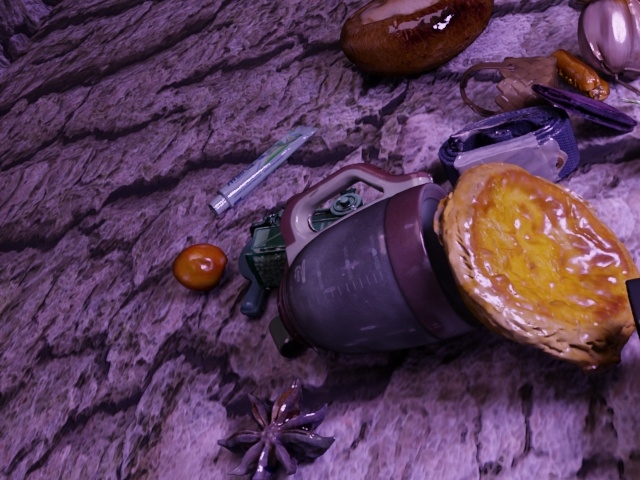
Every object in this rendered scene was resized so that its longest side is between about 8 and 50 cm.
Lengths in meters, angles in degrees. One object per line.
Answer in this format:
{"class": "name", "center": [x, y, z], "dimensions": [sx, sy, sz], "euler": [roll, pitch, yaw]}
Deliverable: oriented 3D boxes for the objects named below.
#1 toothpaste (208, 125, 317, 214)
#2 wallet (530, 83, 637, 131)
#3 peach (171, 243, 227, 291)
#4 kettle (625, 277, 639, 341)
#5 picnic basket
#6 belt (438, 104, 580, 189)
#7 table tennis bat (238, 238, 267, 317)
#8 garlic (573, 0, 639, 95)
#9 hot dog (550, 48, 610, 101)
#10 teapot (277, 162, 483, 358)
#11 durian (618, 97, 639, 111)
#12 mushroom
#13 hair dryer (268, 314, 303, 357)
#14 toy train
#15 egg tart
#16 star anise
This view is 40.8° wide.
{"class": "toothpaste", "center": [-0.129, -0.161, 1.903], "dimensions": [0.297, 0.048, 0.075], "euler": [-43, 32, -19]}
{"class": "wallet", "center": [0.453, -0.233, 1.482], "dimensions": [0.111, 0.166, 0.030], "euler": [52, 125, 52]}
{"class": "peach", "center": [-0.238, 0.050, 1.691], "dimensions": [0.100, 0.101, 0.101], "euler": [-20, 38, 17]}
{"class": "kettle", "center": [0.525, 0.117, 0.965], "dimensions": [0.308, 0.203, 0.262], "euler": [-16, 13, 17]}
{"class": "picnic basket", "center": [0.348, -0.277, 1.612], "dimensions": [0.178, 0.128, 0.138], "euler": [9, 48, 20]}
{"class": "belt", "center": [0.325, -0.156, 1.498], "dimensions": [0.230, 0.126, 0.140], "euler": [-15, 38, 21]}
{"class": "table tennis bat", "center": [-0.100, 0.052, 1.646], "dimensions": [0.149, 0.038, 0.237], "euler": [-5, 41, 24]}
{"class": "garlic", "center": [0.526, -0.368, 1.513], "dimensions": [0.207, 0.207, 0.257], "euler": [-9, 37, 29]}
{"class": "hot dog", "center": [0.478, -0.309, 1.604], "dimensions": [0.045, 0.071, 0.165], "euler": [-51, 30, 17]}
{"class": "teapot", "center": [0.066, 0.029, 1.357], "dimensions": [0.312, 0.233, 0.315], "euler": [-20, 70, 26]}
{"class": "durian", "center": [0.627, -0.146, 1.231], "dimensions": [0.355, 0.169, 0.157], "euler": [23, 65, 46]}
{"class": "mushroom", "center": [0.219, -0.487, 1.898], "dimensions": [0.345, 0.239, 0.345], "euler": [-30, 45, 35]}
{"class": "hair dryer", "center": [-0.011, 0.144, 1.482], "dimensions": [0.150, 0.047, 0.071], "euler": [-24, 38, -7]}
{"class": "toy train", "center": [0.000, 0.000, 1.554], "dimensions": [0.269, 0.115, 0.154], "euler": [-7, 46, 14]}
{"class": "egg tart", "center": [0.293, 0.042, 1.214], "dimensions": [0.129, 0.341, 0.341], "euler": [-52, 19, 43]}
{"class": "star anise", "center": [-0.066, 0.295, 1.319], "dimensions": [0.204, 0.061, 0.181], "euler": [-23, 43, 17]}
